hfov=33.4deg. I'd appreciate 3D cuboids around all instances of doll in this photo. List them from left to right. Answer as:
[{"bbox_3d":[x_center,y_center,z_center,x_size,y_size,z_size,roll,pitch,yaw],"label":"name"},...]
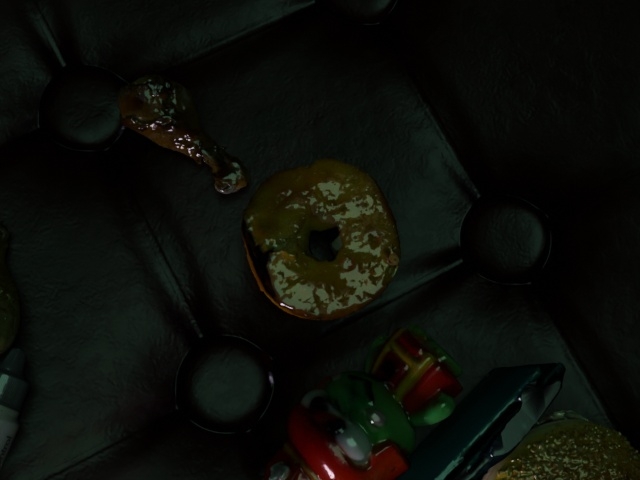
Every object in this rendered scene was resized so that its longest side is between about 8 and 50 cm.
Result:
[{"bbox_3d":[0.045,0.279,1.528,0.363,0.160,0.182,-39,49,-9],"label":"doll"}]

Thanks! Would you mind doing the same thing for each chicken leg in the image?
[{"bbox_3d":[-0.502,0.074,1.592,0.103,0.088,0.228,-25,61,22],"label":"chicken leg"},{"bbox_3d":[-0.212,-0.166,1.681,0.251,0.087,0.107,43,98,1],"label":"chicken leg"}]

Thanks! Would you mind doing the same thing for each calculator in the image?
[{"bbox_3d":[0.212,0.280,1.497,0.274,0.248,0.058,-44,89,-14],"label":"calculator"}]

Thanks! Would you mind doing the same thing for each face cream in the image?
[{"bbox_3d":[-0.494,0.300,1.528,0.092,0.092,0.312,19,74,2],"label":"face cream"}]

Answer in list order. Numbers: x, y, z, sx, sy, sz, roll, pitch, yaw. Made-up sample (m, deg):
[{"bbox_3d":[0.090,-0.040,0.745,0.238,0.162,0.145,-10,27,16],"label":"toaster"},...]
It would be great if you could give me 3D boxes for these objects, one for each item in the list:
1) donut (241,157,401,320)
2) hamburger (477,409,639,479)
[{"bbox_3d":[0.002,0.002,1.625,0.253,0.118,0.254,1,78,-3],"label":"donut"},{"bbox_3d":[0.350,0.400,1.511,0.301,0.170,0.302,1,76,-3],"label":"hamburger"}]
